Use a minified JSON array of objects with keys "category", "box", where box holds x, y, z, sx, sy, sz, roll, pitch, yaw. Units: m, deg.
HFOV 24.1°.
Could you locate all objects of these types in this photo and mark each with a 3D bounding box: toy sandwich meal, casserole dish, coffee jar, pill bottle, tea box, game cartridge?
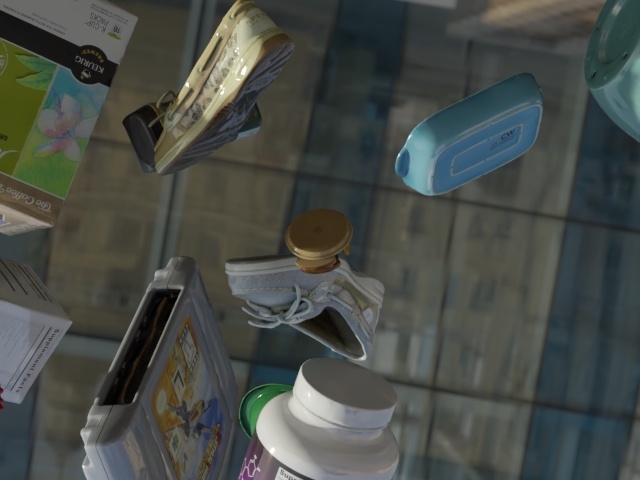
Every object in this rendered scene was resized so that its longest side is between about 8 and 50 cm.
[{"category":"toy sandwich meal","box":[0.000,0.000,1.694,0.085,0.085,0.029,11,142,21]},{"category":"casserole dish","box":[0.166,-0.107,1.585,0.188,0.114,0.037,-27,-121,-19]},{"category":"coffee jar","box":[-0.181,-0.165,2.105,0.184,0.096,0.079,-24,-178,-25]},{"category":"pill bottle","box":[-0.015,0.313,1.852,0.181,0.323,0.181,17,-160,-6]},{"category":"tea box","box":[-0.451,-0.194,2.142,0.220,0.323,0.329,23,169,-20]},{"category":"game cartridge","box":[-0.152,0.178,1.505,0.062,0.198,0.297,-8,-147,18]}]

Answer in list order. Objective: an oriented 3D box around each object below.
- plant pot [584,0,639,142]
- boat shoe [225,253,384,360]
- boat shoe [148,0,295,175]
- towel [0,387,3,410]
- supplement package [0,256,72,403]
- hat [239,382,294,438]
[{"category":"plant pot","box":[0.494,-0.243,1.983,0.235,0.293,0.293,21,-179,-13]},{"category":"boat shoe","box":[-0.012,0.079,1.862,0.118,0.103,0.320,-5,167,24]},{"category":"boat shoe","box":[-0.140,-0.193,1.952,0.089,0.285,0.104,52,-145,11]},{"category":"towel","box":[-0.467,0.163,1.449,0.199,0.031,0.275,-8,174,32]},{"category":"supplement package","box":[-0.454,0.091,1.832,0.244,0.139,0.134,22,-163,-47]},{"category":"hat","box":[-0.072,0.343,2.364,0.173,0.208,0.183,29,-136,-3]}]
